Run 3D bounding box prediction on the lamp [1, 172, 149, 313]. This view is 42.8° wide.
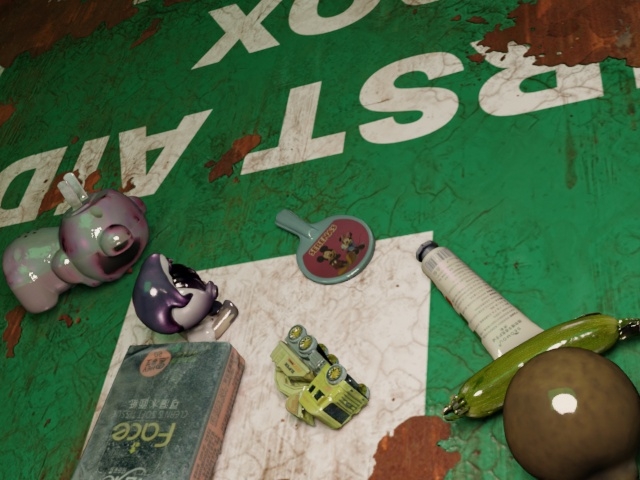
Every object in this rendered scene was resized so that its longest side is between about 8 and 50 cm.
[{"bbox_3d":[-0.519,-0.008,1.728,0.301,0.247,0.247,-25,18,8],"label":"lamp"}]

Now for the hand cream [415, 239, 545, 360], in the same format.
[{"bbox_3d":[0.249,0.095,1.336,0.095,0.059,0.276,-35,48,-5],"label":"hand cream"}]

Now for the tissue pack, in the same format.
[{"bbox_3d":[-0.271,0.325,1.387,0.228,0.103,0.315,-7,48,27],"label":"tissue pack"}]

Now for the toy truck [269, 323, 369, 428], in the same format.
[{"bbox_3d":[-0.017,0.231,1.341,0.116,0.085,0.191,-48,42,-2],"label":"toy truck"}]

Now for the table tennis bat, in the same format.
[{"bbox_3d":[0.000,0.000,1.575,0.244,0.040,0.153,31,72,39],"label":"table tennis bat"}]

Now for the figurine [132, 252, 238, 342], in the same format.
[{"bbox_3d":[-0.262,0.119,1.485,0.146,0.222,0.145,-16,51,20],"label":"figurine"}]

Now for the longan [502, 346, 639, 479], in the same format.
[{"bbox_3d":[0.339,0.243,1.081,0.185,0.159,0.204,-41,73,6],"label":"longan"}]

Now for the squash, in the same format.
[{"bbox_3d":[0.319,0.182,1.199,0.319,0.071,0.080,-27,35,2],"label":"squash"}]
